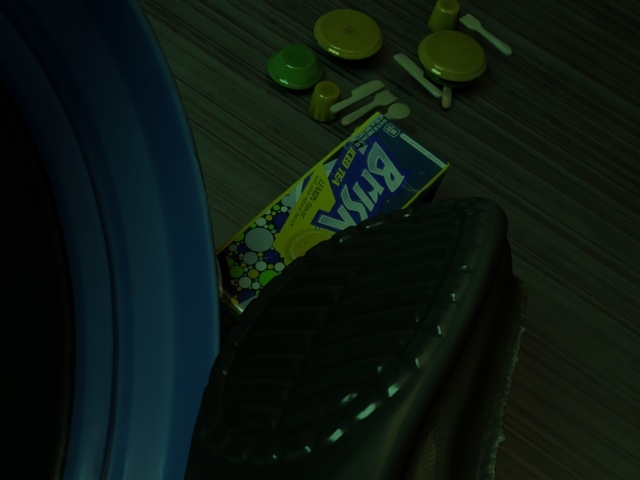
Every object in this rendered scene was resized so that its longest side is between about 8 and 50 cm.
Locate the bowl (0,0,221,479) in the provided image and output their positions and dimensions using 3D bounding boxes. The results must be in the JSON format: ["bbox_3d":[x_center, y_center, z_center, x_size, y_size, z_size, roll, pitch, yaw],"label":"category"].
[{"bbox_3d":[-0.152,0.061,0.388,0.077,0.391,0.391,2,51,21],"label":"bowl"}]

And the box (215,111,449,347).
[{"bbox_3d":[0.000,0.000,0.650,0.059,0.054,0.169,38,57,13],"label":"box"}]

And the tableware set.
[{"bbox_3d":[0.045,-0.122,0.768,0.154,0.024,0.104,-32,65,-28],"label":"tableware set"}]

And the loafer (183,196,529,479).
[{"bbox_3d":[0.012,0.128,0.503,0.130,0.134,0.366,55,45,-31],"label":"loafer"}]
